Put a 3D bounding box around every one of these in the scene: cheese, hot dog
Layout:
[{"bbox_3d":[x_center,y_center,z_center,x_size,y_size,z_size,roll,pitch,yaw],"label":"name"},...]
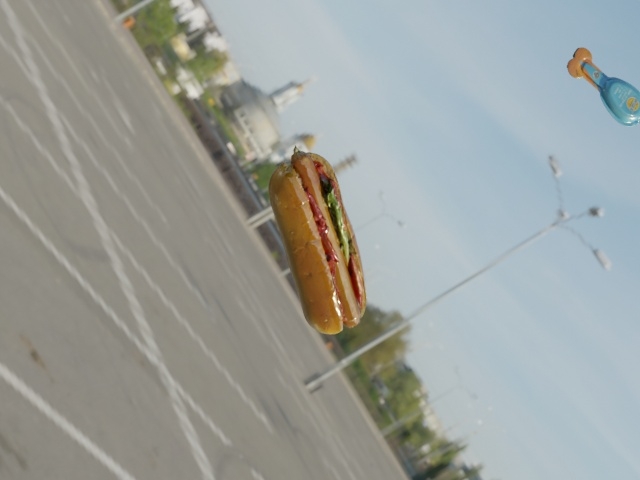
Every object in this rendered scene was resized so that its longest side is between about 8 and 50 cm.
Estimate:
[{"bbox_3d":[0.316,-0.166,1.110,0.111,0.047,0.017,40,-20,-10],"label":"cheese"},{"bbox_3d":[0.000,0.000,1.159,0.062,0.092,0.236,18,-47,52],"label":"hot dog"}]
